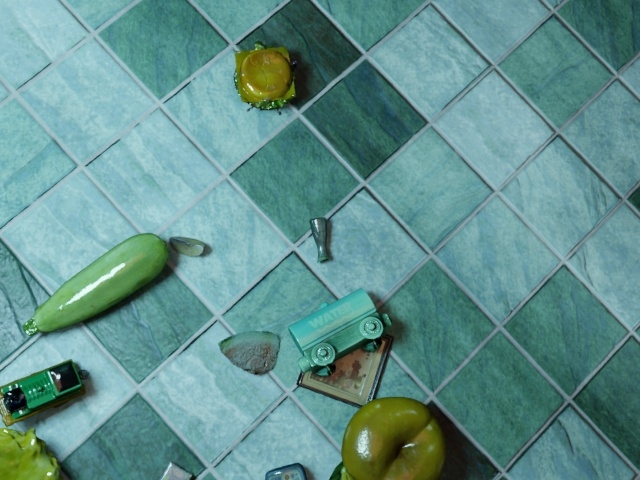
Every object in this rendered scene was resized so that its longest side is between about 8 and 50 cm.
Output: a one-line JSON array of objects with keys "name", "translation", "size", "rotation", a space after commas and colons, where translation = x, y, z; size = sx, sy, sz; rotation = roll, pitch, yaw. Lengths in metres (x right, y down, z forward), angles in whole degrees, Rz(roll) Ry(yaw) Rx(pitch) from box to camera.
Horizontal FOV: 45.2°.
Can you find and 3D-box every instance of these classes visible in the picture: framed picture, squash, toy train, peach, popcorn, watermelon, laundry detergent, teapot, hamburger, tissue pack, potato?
[{"name": "framed picture", "translation": [0.061, 0.293, 1.871], "size": [0.199, 0.010, 0.195], "rotation": [20, 77, -3]}, {"name": "squash", "translation": [-0.515, 0.110, 1.785], "size": [0.370, 0.118, 0.118], "rotation": [-36, 85, -9]}, {"name": "toy train", "translation": [-0.618, 0.331, 1.702], "size": [0.227, 0.136, 0.091], "rotation": [-19, 80, -35]}, {"name": "peach", "translation": [0.173, 0.484, 1.778], "size": [0.251, 0.153, 0.251], "rotation": [1, 85, -7]}, {"name": "popcorn", "translation": [-0.679, 0.531, 1.654], "size": [0.233, 0.192, 0.266], "rotation": [-11, 104, -25]}, {"name": "watermelon", "translation": [-0.178, 0.259, 1.808], "size": [0.180, 0.081, 0.094], "rotation": [23, 51, -37]}, {"name": "watermelon", "translation": [0.060, 0.616, 1.793], "size": [0.092, 0.075, 0.182], "rotation": [-18, 80, -55]}, {"name": "laundry detergent", "translation": [-0.061, 0.623, 1.761], "size": [0.096, 0.061, 0.206], "rotation": [-12, 80, -12]}, {"name": "toy train", "translation": [0.043, 0.215, 1.839], "size": [0.248, 0.101, 0.159], "rotation": [-26, 66, -12]}, {"name": "teapot", "translation": [0.000, 0.000, 1.911], "size": [0.042, 0.043, 0.111], "rotation": [-7, 84, -9]}, {"name": "hamburger", "translation": [-0.142, -0.411, 1.948], "size": [0.163, 0.093, 0.190], "rotation": [4, 79, -9]}, {"name": "tissue pack", "translation": [-0.340, 0.555, 1.753], "size": [0.063, 0.035, 0.083], "rotation": [31, 77, 0]}, {"name": "potato", "translation": [-0.320, 0.014, 1.872], "size": [0.093, 0.036, 0.037], "rotation": [15, 114, 14]}]
